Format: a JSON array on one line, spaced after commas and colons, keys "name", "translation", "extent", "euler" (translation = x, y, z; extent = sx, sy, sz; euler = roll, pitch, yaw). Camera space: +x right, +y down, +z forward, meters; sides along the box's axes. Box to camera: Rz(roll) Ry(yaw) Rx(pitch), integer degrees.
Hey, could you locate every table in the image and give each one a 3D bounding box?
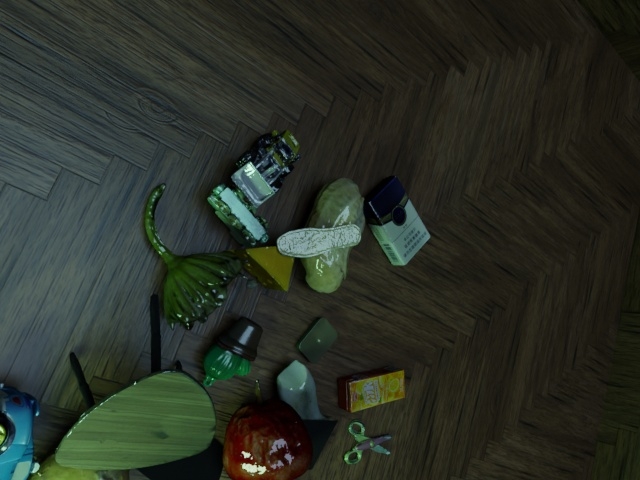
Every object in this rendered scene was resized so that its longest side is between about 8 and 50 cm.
[{"name": "table", "translation": [-0.378, 0.290, 1.096], "extent": [0.317, 0.249, 0.317], "euler": [-13, 132, -15]}]

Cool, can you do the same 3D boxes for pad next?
[{"name": "pad", "translation": [-0.346, 0.508, 1.224], "extent": [0.300, 0.005, 0.202], "euler": [51, 25, -23]}, {"name": "pad", "translation": [-0.038, 0.589, 1.454], "extent": [0.127, 0.004, 0.190], "euler": [15, 109, -34]}]

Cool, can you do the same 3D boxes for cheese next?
[{"name": "cheese", "translation": [-0.165, 0.054, 1.366], "extent": [0.171, 0.093, 0.126], "euler": [24, 75, -44]}]

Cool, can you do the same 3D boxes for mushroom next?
[{"name": "mushroom", "translation": [-0.044, 0.478, 1.457], "extent": [0.118, 0.103, 0.270], "euler": [-34, 118, -22]}]

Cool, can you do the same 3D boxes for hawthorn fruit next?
[{"name": "hawthorn fruit", "translation": [-0.149, 0.502, 1.325], "extent": [0.230, 0.210, 0.266], "euler": [-13, 70, -11]}]

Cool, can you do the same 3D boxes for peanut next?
[{"name": "peanut", "translation": [0.028, -0.022, 1.487], "extent": [0.174, 0.158, 0.340], "euler": [37, 74, -47]}]

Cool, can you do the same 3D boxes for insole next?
[{"name": "insole", "translation": [0.000, 0.000, 1.389], "extent": [0.248, 0.011, 0.081], "euler": [-10, 96, -20]}]

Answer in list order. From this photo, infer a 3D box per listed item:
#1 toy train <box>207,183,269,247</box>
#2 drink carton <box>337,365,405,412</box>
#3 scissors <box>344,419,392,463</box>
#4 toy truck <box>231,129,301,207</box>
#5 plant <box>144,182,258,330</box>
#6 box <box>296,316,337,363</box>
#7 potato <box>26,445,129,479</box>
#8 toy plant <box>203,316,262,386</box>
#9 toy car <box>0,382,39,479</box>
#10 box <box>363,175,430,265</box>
[{"name": "toy train", "translation": [-0.219, -0.065, 1.331], "extent": [0.194, 0.125, 0.081], "euler": [50, 61, -19]}, {"name": "drink carton", "translation": [0.163, 0.469, 1.610], "extent": [0.223, 0.071, 0.096], "euler": [-2, 91, -35]}, {"name": "scissors", "translation": [0.158, 0.651, 1.630], "extent": [0.187, 0.020, 0.133], "euler": [19, 73, -32]}, {"name": "toy truck", "translation": [-0.135, -0.207, 1.359], "extent": [0.136, 0.111, 0.286], "euler": [51, 32, -20]}, {"name": "plant", "translation": [-0.353, 0.063, 1.276], "extent": [0.333, 0.180, 0.251], "euler": [40, 70, 9]}, {"name": "box", "translation": [-0.012, 0.298, 1.518], "extent": [0.126, 0.031, 0.091], "euler": [-49, 114, -25]}, {"name": "potato", "translation": [-0.519, 0.545, 1.062], "extent": [0.229, 0.229, 0.266], "euler": [35, 63, -29]}, {"name": "toy plant", "translation": [-0.230, 0.300, 1.331], "extent": [0.143, 0.105, 0.200], "euler": [37, 86, -43]}, {"name": "toy car", "translation": [-0.647, 0.442, 0.983], "extent": [0.166, 0.198, 0.314], "euler": [21, 75, -45]}, {"name": "box", "translation": [0.246, -0.066, 1.686], "extent": [0.168, 0.071, 0.259], "euler": [-44, 113, -27]}]
